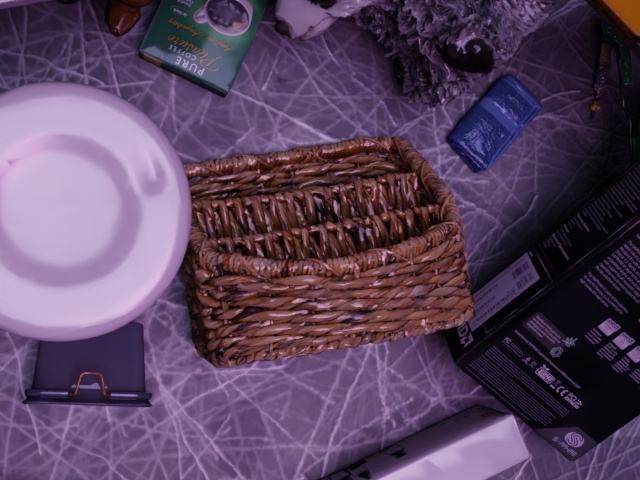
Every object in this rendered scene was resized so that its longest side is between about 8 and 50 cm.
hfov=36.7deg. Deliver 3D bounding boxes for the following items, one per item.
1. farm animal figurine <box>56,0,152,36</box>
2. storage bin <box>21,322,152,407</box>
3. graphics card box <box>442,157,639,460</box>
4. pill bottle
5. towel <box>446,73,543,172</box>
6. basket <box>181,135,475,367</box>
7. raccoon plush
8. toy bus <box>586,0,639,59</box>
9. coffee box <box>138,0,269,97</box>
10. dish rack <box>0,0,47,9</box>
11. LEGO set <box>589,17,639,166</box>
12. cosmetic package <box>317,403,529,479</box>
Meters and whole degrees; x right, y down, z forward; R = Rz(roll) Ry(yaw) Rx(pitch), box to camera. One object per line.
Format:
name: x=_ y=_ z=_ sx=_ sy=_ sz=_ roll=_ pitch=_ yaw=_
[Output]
farm animal figurine: x=-0.307 y=-0.336 z=0.994 sx=0.331 sy=0.172 sz=0.326 roll=3 pitch=75 yaw=-13
storage bin: x=-0.248 y=0.132 z=1.040 sx=0.135 sy=0.098 sz=0.091 roll=3 pitch=78 yaw=-14
graphics card box: x=0.348 y=0.065 z=1.080 sx=0.371 sy=0.094 sz=0.233 roll=-43 pitch=117 yaw=17
pill bottle: x=-0.238 y=-0.020 z=0.900 sx=0.204 sy=0.361 sz=0.204 roll=0 pitch=89 yaw=-14
towel: x=0.214 y=-0.145 z=1.185 sx=0.067 sy=0.029 sz=0.119 roll=44 pitch=80 yaw=-9
basket: x=0.000 y=0.000 z=1.035 sx=0.299 sy=0.213 sz=0.222 roll=-8 pitch=92 yaw=-14
raccoon plush: x=0.127 y=-0.364 z=1.075 sx=0.299 sy=0.216 sz=0.446 roll=44 pitch=69 yaw=-13
toy bus: x=0.391 y=-0.212 z=1.003 sx=0.333 sy=0.130 sz=0.108 roll=35 pitch=106 yaw=-30
coffee box: x=-0.121 y=-0.268 z=1.096 sx=0.113 sy=0.040 sz=0.184 roll=23 pitch=84 yaw=-13
dish rack: x=-0.233 y=-0.347 z=0.885 sx=0.333 sy=0.072 sz=0.285 roll=-16 pitch=81 yaw=-18
LEGO set: x=0.466 y=-0.167 z=1.203 sx=0.255 sy=0.192 sz=0.331 roll=-15 pitch=90 yaw=16
cosmetic package: x=0.112 y=0.268 z=1.121 sx=0.239 sy=0.099 sz=0.060 roll=-22 pitch=95 yaw=-14
